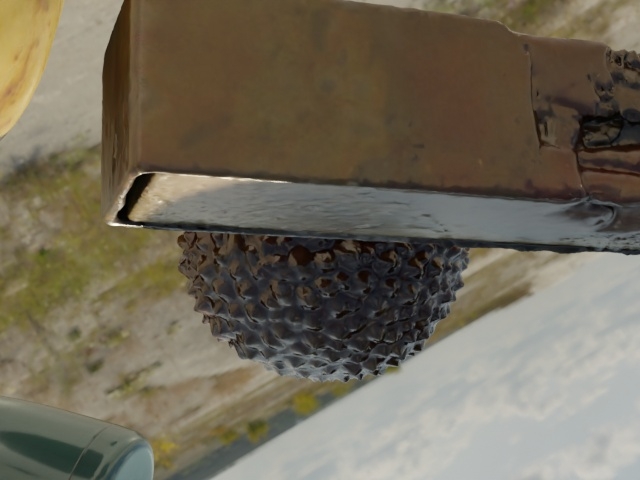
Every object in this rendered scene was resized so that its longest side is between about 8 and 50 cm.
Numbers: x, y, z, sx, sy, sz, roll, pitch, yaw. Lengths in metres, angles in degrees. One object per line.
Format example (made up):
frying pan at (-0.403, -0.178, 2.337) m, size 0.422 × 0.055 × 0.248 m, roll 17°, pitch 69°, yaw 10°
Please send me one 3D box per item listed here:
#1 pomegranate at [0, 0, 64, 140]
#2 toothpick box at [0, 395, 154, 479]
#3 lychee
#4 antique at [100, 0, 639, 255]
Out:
pomegranate at (-0.328, -0.218, 0.685) m, size 0.410 × 0.410 × 0.410 m, roll -30°, pitch 172°, yaw -5°
toothpick box at (-0.252, 0.204, 0.937) m, size 0.184 × 0.120 × 0.120 m, roll 14°, pitch 180°, yaw 16°
lychee at (0.000, 0.000, 0.666) m, size 0.188 × 0.188 × 0.188 m, roll -30°, pitch 172°, yaw -5°
antique at (0.059, -0.049, 0.494) m, size 0.310 × 0.087 × 0.093 m, roll 3°, pitch 166°, yaw -19°
